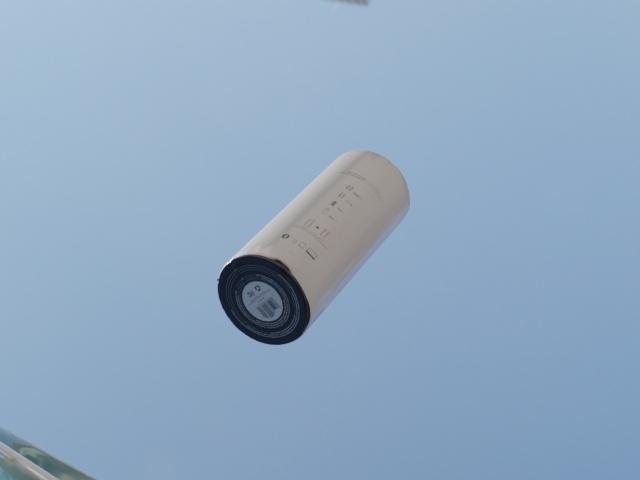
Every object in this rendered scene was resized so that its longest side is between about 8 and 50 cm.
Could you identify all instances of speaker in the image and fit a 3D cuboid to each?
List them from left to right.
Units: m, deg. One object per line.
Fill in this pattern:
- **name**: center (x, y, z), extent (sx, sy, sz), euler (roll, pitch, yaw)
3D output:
- **speaker**: center (0.000, 0.000, 0.703), extent (0.055, 0.055, 0.136), euler (41, -141, 1)

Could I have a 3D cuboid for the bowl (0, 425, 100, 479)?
- **bowl**: center (-0.040, 0.204, 0.449), extent (0.311, 0.311, 0.163), euler (32, -103, -10)
